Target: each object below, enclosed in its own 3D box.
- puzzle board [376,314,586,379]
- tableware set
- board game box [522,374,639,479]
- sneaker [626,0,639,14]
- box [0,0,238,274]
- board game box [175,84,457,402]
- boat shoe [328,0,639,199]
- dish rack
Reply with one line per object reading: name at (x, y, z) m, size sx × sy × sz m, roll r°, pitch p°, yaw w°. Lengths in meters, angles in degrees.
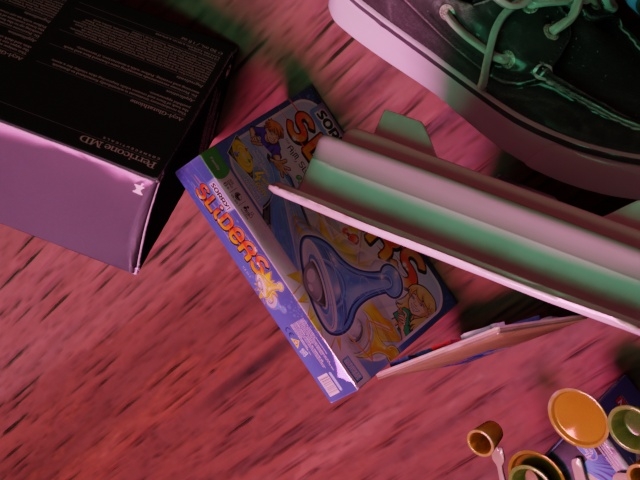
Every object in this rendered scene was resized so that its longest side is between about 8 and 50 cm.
puzzle board at (0.115, 0.075, 1.277) m, size 0.128 × 0.096 × 0.011 m, roll -25°, pitch 76°, yaw 45°
tableware set at (0.173, 0.151, 1.237) m, size 0.154 × 0.024 × 0.104 m, roll 2°, pitch 116°, yaw 40°
board game box at (0.206, 0.224, 1.314) m, size 0.194 × 0.060 × 0.194 m, roll 54°, pitch 137°, yaw 0°
sneaker at (0.259, -0.175, 1.033) m, size 0.078 × 0.067 × 0.188 m, roll 46°, pitch 140°, yaw -4°
box at (-0.219, -0.106, 1.320) m, size 0.261 × 0.184 × 0.103 m, roll 21°, pitch 129°, yaw 3°
board game box at (0.000, 0.000, 1.294) m, size 0.035 × 0.136 × 0.201 m, roll -31°, pitch 94°, yaw 46°
boat shoe at (0.132, -0.136, 1.121) m, size 0.306 × 0.113 × 0.105 m, roll 40°, pitch 141°, yaw 31°
dish rack at (0.153, 0.005, 1.082) m, size 0.285 × 0.333 × 0.072 m, roll 21°, pitch 90°, yaw 27°
